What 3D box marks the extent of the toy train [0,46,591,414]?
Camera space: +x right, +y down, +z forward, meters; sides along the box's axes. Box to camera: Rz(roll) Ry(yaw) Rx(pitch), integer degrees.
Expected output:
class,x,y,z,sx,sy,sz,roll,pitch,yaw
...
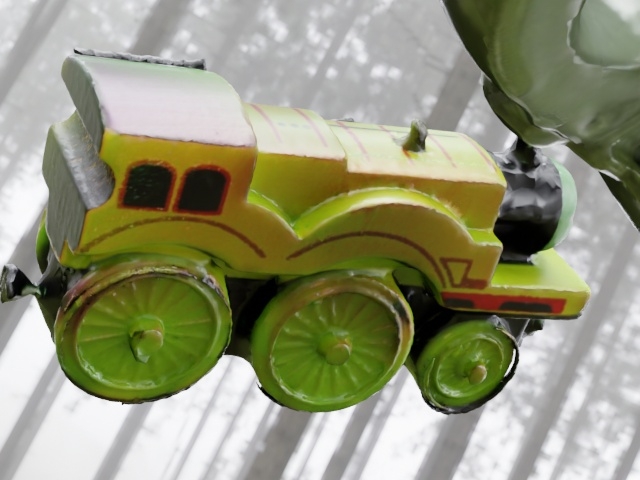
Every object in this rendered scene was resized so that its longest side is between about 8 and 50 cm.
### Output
class,x,y,z,sx,sy,sz,roll,pitch,yaw
toy train,0.000,0.000,0.661,0.296,0.161,0.100,5,30,-27

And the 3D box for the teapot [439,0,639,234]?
class,x,y,z,sx,sy,sz,roll,pitch,yaw
teapot,0.188,-0.071,0.431,0.239,0.239,0.321,57,21,2
